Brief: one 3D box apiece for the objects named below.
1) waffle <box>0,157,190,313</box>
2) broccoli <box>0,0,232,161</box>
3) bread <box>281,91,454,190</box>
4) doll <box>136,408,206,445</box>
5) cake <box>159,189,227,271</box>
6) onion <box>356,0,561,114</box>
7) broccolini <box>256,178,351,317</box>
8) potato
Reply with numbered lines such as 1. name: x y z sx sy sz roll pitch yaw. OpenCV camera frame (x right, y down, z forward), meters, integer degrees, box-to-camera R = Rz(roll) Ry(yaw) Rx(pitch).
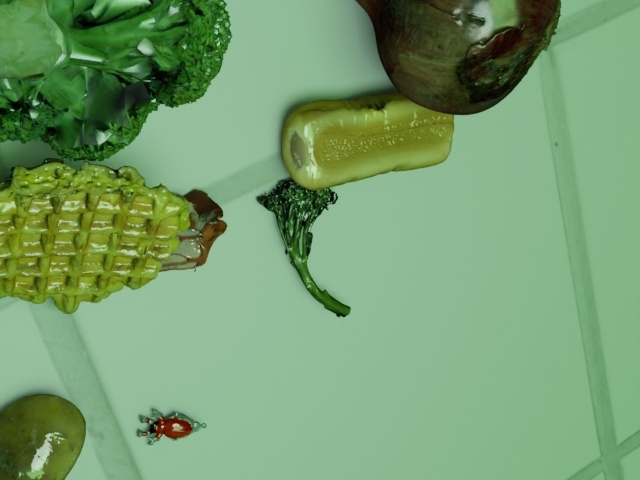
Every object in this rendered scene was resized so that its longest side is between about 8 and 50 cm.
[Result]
1. waffle: -0.342 -0.008 1.334 0.307 0.060 0.312 -34 142 21
2. broccoli: -0.313 -0.279 1.224 0.413 0.310 0.321 0 76 2
3. bread: 0.079 -0.170 1.629 0.305 0.091 0.142 -12 110 -28
4. doll: -0.242 0.305 1.627 0.114 0.039 0.057 4 77 -24
5. cake: -0.272 -0.010 1.466 0.287 0.135 0.098 -7 125 -19
6. onion: 0.224 -0.366 1.507 0.353 0.353 0.354 -10 111 -28
7. broccolini: 0.002 0.008 1.661 0.123 0.062 0.272 -29 114 -3
8. potato: -0.428 0.310 1.463 0.137 0.137 0.176 32 86 -35
